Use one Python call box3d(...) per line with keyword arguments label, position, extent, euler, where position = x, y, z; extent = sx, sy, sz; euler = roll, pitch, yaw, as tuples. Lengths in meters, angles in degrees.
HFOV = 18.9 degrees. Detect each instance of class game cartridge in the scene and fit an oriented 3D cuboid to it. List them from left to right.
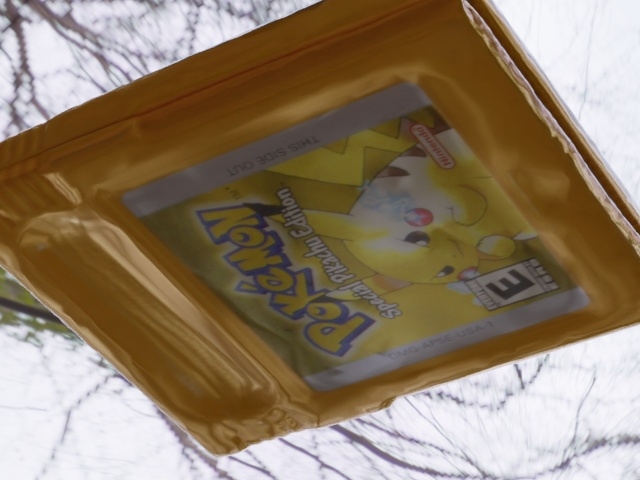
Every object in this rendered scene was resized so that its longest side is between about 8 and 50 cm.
box3d(label="game cartridge", position=(0.000, 0.000, 1.076), extent=(0.324, 0.285, 0.052), euler=(-22, -136, 23))
